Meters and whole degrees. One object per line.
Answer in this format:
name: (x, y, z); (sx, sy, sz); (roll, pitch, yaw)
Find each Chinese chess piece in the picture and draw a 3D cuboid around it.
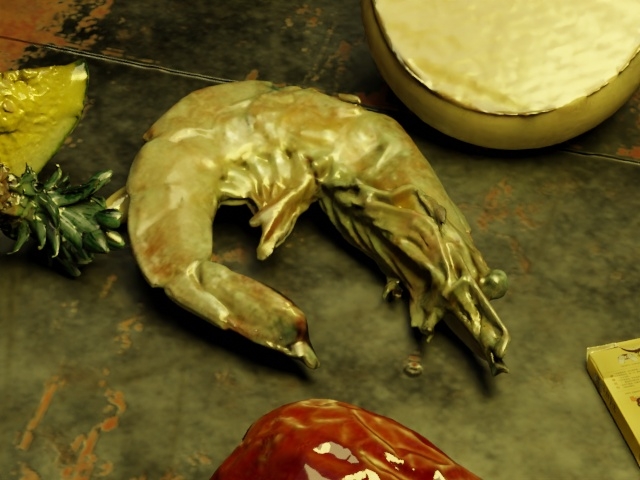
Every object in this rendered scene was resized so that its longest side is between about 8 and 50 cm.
Chinese chess piece: (0.161, -0.203, 1.478); (0.257, 0.104, 0.257); (-1, 77, 6)

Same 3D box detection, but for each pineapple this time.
pineapple: (-0.245, -0.034, 1.290); (0.221, 0.083, 0.103); (17, -14, -41)

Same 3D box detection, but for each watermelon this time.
watermelon: (-0.327, -0.074, 1.359); (0.301, 0.129, 0.123); (-11, 46, -23)

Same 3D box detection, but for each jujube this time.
jujube: (0.038, 0.198, 1.083); (0.236, 0.168, 0.168); (29, 46, 4)

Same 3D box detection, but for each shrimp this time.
shrimp: (0.000, 0.000, 1.338); (0.247, 0.085, 0.360); (-35, 59, -28)

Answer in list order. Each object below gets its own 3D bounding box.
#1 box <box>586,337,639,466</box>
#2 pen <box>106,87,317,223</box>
box: (0.248, 0.126, 1.265); (0.073, 0.020, 0.149); (-9, 44, -13)
pen: (-0.083, -0.066, 1.446); (0.233, 0.032, 0.040); (-33, 77, -32)
